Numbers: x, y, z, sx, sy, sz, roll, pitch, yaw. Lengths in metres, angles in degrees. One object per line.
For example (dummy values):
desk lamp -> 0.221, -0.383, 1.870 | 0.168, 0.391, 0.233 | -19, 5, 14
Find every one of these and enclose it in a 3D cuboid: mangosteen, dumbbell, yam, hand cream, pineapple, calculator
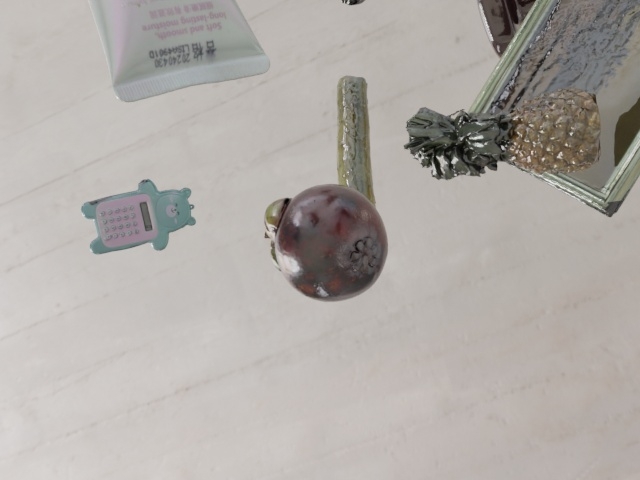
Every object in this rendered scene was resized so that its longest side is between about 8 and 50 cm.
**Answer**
mangosteen -> 0.000, 0.000, 1.313 | 0.200, 0.200, 0.199 | 2, 109, 7
dumbbell -> 0.299, -0.305, 1.062 | 0.225, 0.124, 0.140 | -13, 109, 22
yam -> 0.073, -0.182, 1.931 | 0.083, 0.083, 0.371 | -7, 71, 10
hand cream -> -0.195, -0.320, 0.944 | 0.118, 0.185, 0.358 | -30, 81, 53
pineapple -> 0.150, -0.087, 0.749 | 0.159, 0.074, 0.074 | -3, 108, 16
calculator -> -0.230, -0.029, 1.150 | 0.141, 0.019, 0.094 | -14, 98, -12

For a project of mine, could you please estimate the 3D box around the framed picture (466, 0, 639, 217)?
framed picture -> 0.268, -0.174, 0.879 | 0.197, 0.014, 0.252 | 34, 96, 34

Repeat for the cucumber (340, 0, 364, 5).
cucumber -> 0.039, -0.375, 1.146 | 0.058, 0.187, 0.058 | -2, 68, 4
